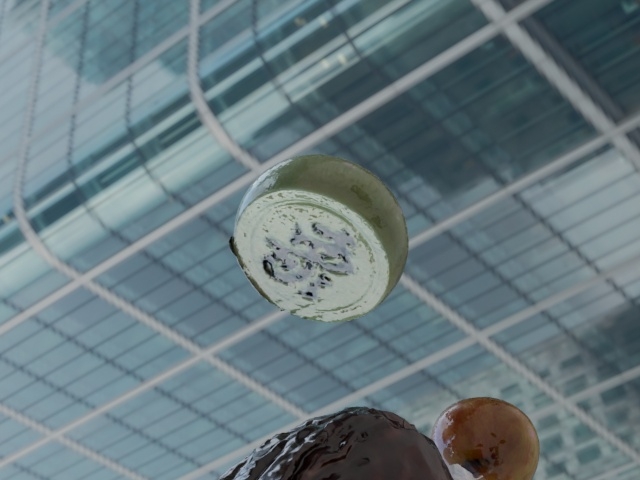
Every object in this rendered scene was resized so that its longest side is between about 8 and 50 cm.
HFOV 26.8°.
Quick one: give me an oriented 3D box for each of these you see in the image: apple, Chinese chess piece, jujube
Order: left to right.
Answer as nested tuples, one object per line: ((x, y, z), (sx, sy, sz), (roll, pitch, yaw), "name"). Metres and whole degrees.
((-0.013, 0.280, 1.260), (0.342, 0.216, 0.216), (-14, -104, -52), "jujube")
((0.000, 0.000, 1.088), (0.144, 0.144, 0.058), (50, -143, -18), "Chinese chess piece")
((0.212, 0.276, 1.746), (0.146, 0.146, 0.146), (39, -145, -34), "apple")
